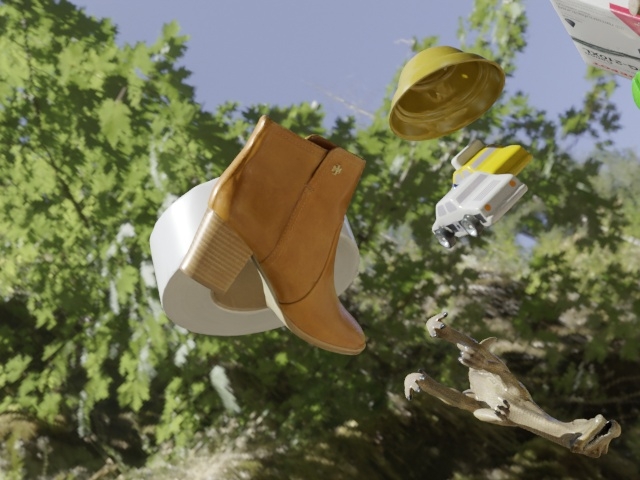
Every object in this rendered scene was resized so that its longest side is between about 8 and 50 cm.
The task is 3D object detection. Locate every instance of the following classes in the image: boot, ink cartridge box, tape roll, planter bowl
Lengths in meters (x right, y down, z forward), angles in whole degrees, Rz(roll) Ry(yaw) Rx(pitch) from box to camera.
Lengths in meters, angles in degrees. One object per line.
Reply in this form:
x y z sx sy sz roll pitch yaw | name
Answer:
-0.001 -0.001 1.019 0.295 0.104 0.211 31 -85 -37 | boot
0.379 -0.258 1.009 0.237 0.172 0.100 21 -82 -60 | ink cartridge box
-0.090 0.022 1.239 0.286 0.100 0.286 -13 -32 -9 | tape roll
0.206 -0.276 1.546 0.217 0.090 0.217 -17 -26 -9 | planter bowl

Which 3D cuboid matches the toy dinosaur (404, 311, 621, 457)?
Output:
0.098 0.086 0.515 0.092 0.183 0.053 30 -88 -15 | toy dinosaur

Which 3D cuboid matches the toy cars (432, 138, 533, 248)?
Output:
0.243 -0.091 1.396 0.176 0.087 0.394 -41 3 23 | toy cars

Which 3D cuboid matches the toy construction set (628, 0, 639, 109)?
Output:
0.402 -0.053 0.628 0.237 0.309 0.257 -13 -62 -7 | toy construction set
